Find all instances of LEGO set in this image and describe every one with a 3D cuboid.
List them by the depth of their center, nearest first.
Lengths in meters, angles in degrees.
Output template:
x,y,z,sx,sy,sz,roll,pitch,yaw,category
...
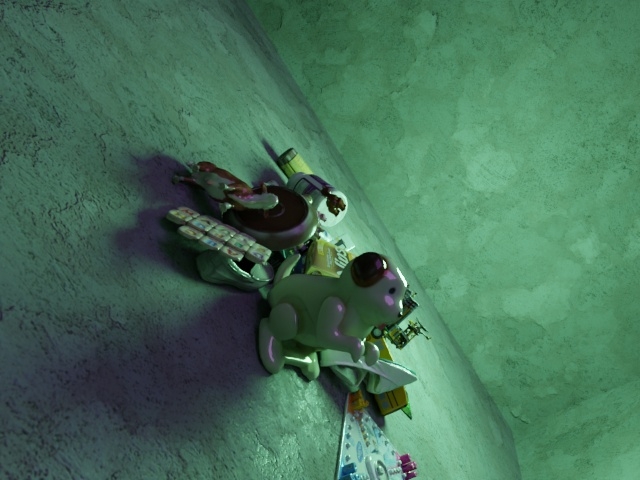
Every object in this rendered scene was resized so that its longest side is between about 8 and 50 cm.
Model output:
x,y,z,sx,sy,sz,roll,pitch,yaw,category
0.298,0.271,1.920,0.331,0.192,0.255,54,-9,-30,LEGO set

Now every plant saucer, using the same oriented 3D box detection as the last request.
x,y,z,sx,sy,sz,roll,pitch,yaw,category
-0.160,-0.089,1.529,0.311,0.310,0.050,-102,-166,-45,plant saucer

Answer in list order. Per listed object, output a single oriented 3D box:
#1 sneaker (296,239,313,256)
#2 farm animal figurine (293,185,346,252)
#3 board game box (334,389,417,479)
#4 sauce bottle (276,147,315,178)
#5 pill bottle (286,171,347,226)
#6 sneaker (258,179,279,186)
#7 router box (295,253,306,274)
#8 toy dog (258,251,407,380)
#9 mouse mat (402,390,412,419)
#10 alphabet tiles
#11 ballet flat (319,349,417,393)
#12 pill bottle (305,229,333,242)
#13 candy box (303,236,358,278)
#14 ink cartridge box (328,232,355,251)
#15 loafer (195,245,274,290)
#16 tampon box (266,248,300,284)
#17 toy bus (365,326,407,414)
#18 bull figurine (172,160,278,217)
x,y,z,sx,sy,sz,roll,pitch,yaw,category
-0.038,0.020,1.894,0.051,0.089,0.170,55,43,1,sneaker
-0.083,-0.078,1.768,0.172,0.330,0.327,46,44,-8,farm animal figurine
0.194,0.724,1.481,0.390,0.050,0.390,54,18,-12,board game box
-0.073,-0.291,2.332,0.344,0.111,0.111,53,19,-22,sauce bottle
-0.028,-0.192,2.082,0.169,0.169,0.301,41,1,-42,pill bottle
-0.212,-0.216,1.926,0.075,0.057,0.161,54,21,-31,sneaker
0.033,0.252,1.770,0.301,0.082,0.336,45,22,-35,router box
0.061,0.188,1.385,0.284,0.407,0.396,42,31,-46,toy dog
0.333,0.654,2.023,0.190,0.007,0.153,50,20,-25,mouse mat
-0.267,-0.016,1.284,0.284,0.021,0.278,27,10,-3,alphabet tiles
0.155,0.447,1.622,0.400,0.139,0.139,29,29,-21,ballet flat
0.000,0.000,2.072,0.169,0.094,0.094,38,27,-47,pill bottle
0.096,0.128,1.719,0.316,0.088,0.183,26,33,-12,candy box
0.037,0.048,1.940,0.175,0.127,0.072,-28,84,-47,ink cartridge box
-0.217,0.075,1.361,0.319,0.111,0.112,15,46,-64,loafer
-0.161,0.039,1.579,0.161,0.101,0.120,54,19,-9,tampon box
0.230,0.481,1.814,0.108,0.130,0.333,61,6,-64,toy bus
-0.282,-0.154,1.425,0.310,0.101,0.188,25,12,17,bull figurine
